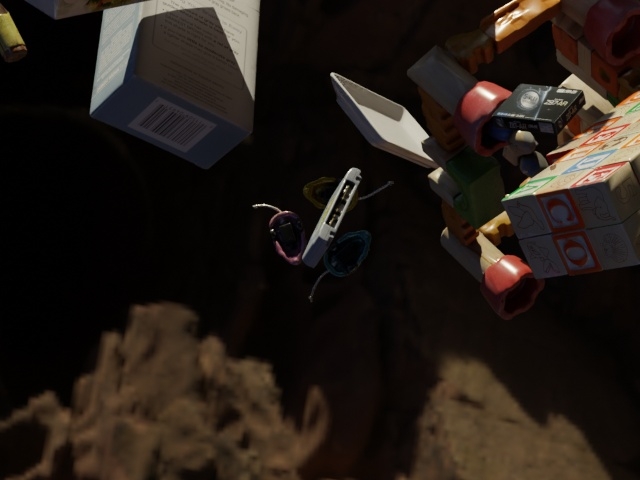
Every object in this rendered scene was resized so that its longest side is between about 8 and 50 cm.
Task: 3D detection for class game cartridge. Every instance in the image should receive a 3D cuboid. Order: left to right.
[{"bbox_3d":[0.009,-0.019,1.263,0.083,0.017,0.056,-64,1,-34],"label":"game cartridge"}]

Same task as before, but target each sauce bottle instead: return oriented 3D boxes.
[{"bbox_3d":[-0.504,-0.343,2.294,0.128,0.042,0.042,64,155,7],"label":"sauce bottle"}]

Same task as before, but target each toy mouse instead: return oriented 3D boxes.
[{"bbox_3d":[0.000,0.000,1.662,0.031,0.161,0.143,31,-117,-81],"label":"toy mouse"}]

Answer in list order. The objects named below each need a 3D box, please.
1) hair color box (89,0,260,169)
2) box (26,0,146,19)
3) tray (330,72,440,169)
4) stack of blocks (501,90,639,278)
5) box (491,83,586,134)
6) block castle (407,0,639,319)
[{"bbox_3d":[-0.188,-0.302,1.979,0.113,0.185,0.374,-35,42,41],"label":"hair color box"},{"bbox_3d":[-0.222,-0.336,1.802,0.067,0.324,0.063,35,126,26],"label":"box"},{"bbox_3d":[0.105,-0.168,2.203,0.030,0.270,0.145,-43,67,16],"label":"tray"},{"bbox_3d":[0.311,-0.069,1.432,0.171,0.297,0.087,-13,106,51],"label":"stack of blocks"},{"bbox_3d":[0.244,-0.147,1.631,0.083,0.067,0.018,12,135,40],"label":"box"},{"bbox_3d":[0.310,-0.117,1.955,0.213,0.303,0.453,46,164,34],"label":"block castle"}]
